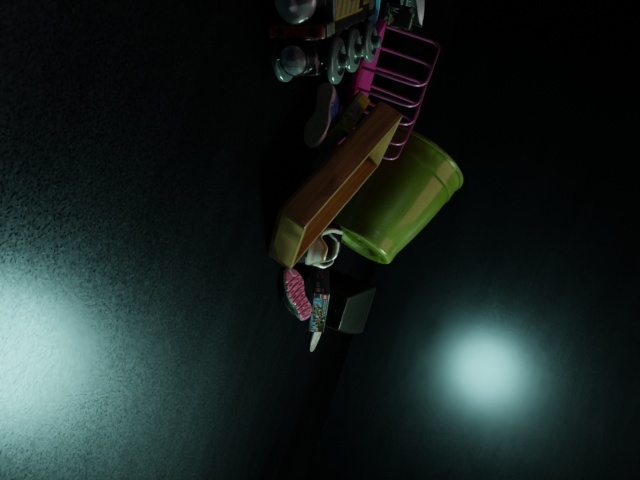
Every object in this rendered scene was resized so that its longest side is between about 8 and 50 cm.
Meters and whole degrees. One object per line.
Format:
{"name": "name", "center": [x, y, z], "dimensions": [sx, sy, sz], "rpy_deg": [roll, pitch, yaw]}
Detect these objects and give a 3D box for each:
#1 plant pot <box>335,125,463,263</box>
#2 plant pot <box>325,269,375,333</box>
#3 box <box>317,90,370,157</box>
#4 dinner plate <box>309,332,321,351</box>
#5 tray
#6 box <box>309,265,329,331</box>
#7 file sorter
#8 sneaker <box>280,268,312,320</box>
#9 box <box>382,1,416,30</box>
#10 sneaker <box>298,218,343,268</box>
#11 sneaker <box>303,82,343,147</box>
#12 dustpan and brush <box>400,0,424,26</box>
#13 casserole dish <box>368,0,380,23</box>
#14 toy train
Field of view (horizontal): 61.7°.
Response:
{"name": "plant pot", "center": [0.210, -0.127, 1.732], "dimensions": [0.352, 0.367, 0.366], "rpy_deg": [-57, 165, -9]}
{"name": "plant pot", "center": [0.059, 0.225, 1.905], "dimensions": [0.167, 0.188, 0.187], "rpy_deg": [-3, 112, -62]}
{"name": "box", "center": [0.049, -0.284, 1.320], "dimensions": [0.105, 0.043, 0.179], "rpy_deg": [-31, -155, 47]}
{"name": "dinner plate", "center": [-0.018, 0.367, 2.105], "dimensions": [0.141, 0.017, 0.141], "rpy_deg": [19, 90, -78]}
{"name": "tray", "center": [0.035, -0.134, 1.257], "dimensions": [0.411, 0.076, 0.202], "rpy_deg": [-51, 171, -31]}
{"name": "box", "center": [-0.006, 0.130, 1.581], "dimensions": [0.233, 0.044, 0.159], "rpy_deg": [-91, -172, -50]}
{"name": "file sorter", "center": [0.183, -0.390, 1.443], "dimensions": [0.290, 0.182, 0.202], "rpy_deg": [102, 12, -58]}
{"name": "sneaker", "center": [-0.081, 0.142, 1.452], "dimensions": [0.063, 0.075, 0.170], "rpy_deg": [-42, 130, -30]}
{"name": "box", "center": [0.231, -0.655, 1.569], "dimensions": [0.052, 0.083, 0.062], "rpy_deg": [-39, 146, -67]}
{"name": "sneaker", "center": [0.000, 0.000, 1.439], "dimensions": [0.321, 0.128, 0.126], "rpy_deg": [-41, 146, -68]}
{"name": "sneaker", "center": [0.010, -0.277, 1.236], "dimensions": [0.085, 0.058, 0.152], "rpy_deg": [27, 75, -68]}
{"name": "dustpan and brush", "center": [0.269, -0.760, 1.606], "dimensions": [0.147, 0.060, 0.211], "rpy_deg": [-115, -154, -59]}
{"name": "casserole dish", "center": [0.116, -0.588, 1.295], "dimensions": [0.188, 0.037, 0.114], "rpy_deg": [91, 22, -50]}
{"name": "toy train", "center": [0.012, -0.396, 0.946], "dimensions": [0.334, 0.142, 0.190], "rpy_deg": [-51, 144, -53]}
